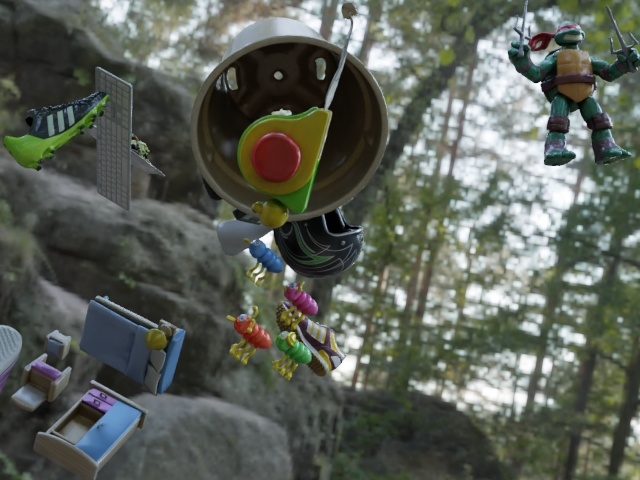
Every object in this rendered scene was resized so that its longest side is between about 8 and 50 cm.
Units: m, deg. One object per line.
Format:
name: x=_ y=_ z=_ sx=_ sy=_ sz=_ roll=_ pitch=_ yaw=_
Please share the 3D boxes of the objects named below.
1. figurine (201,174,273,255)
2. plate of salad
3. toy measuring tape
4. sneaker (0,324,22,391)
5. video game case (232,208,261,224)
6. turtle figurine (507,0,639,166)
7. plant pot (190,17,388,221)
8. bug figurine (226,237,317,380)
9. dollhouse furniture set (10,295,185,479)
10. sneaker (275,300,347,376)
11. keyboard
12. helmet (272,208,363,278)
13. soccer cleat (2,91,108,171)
figurine: x=-0.141 y=-0.091 z=2.331 sx=0.209 sy=0.215 sz=0.092 roll=-17 pitch=-8 yaw=12
plate of salad: x=-0.377 y=-0.187 z=1.976 sx=0.200 sy=0.048 sz=0.200 roll=35 pitch=-4 yaw=3
toy measuring tape: x=-0.042 y=-0.179 z=1.429 sx=0.121 sy=0.330 sz=0.121 roll=15 pitch=9 yaw=-2
sneaker: x=-0.635 y=0.281 z=1.809 sx=0.102 sy=0.161 sz=0.282 roll=35 pitch=31 yaw=7
video game case: x=-0.037 y=-0.116 z=2.077 sx=0.274 sy=0.026 sz=0.196 roll=-33 pitch=-7 yaw=7
turtle figurine: x=0.346 y=-0.220 z=1.393 sx=0.175 sy=0.234 sz=0.118 roll=-6 pitch=-9 yaw=10
plant pot: x=-0.065 y=-0.250 z=1.847 sx=0.334 sy=0.334 sz=0.305 roll=14 pitch=26 yaw=-14
bug figurine: x=-0.087 y=0.129 z=1.982 sx=0.072 sy=0.279 sz=0.216 roll=-26 pitch=-52 yaw=31
dollhouse furniture set: x=-0.452 y=0.250 z=1.975 sx=0.286 sy=0.303 sz=0.198 roll=26 pitch=31 yaw=9
sneaker: x=-0.021 y=0.201 z=2.218 sx=0.084 sy=0.185 sz=0.069 roll=-31 pitch=-5 yaw=-35
keyboard: x=-0.329 y=-0.156 z=1.637 sx=0.072 sy=0.014 sz=0.256 roll=34 pitch=-42 yaw=23
helmet: x=0.000 y=0.000 z=2.102 sx=0.161 sy=0.169 sz=0.169 roll=52 pitch=-12 yaw=4
soccer cleat: x=-0.385 y=-0.175 z=1.507 sx=0.072 sy=0.179 sz=0.060 roll=44 pitch=-32 yaw=-1
